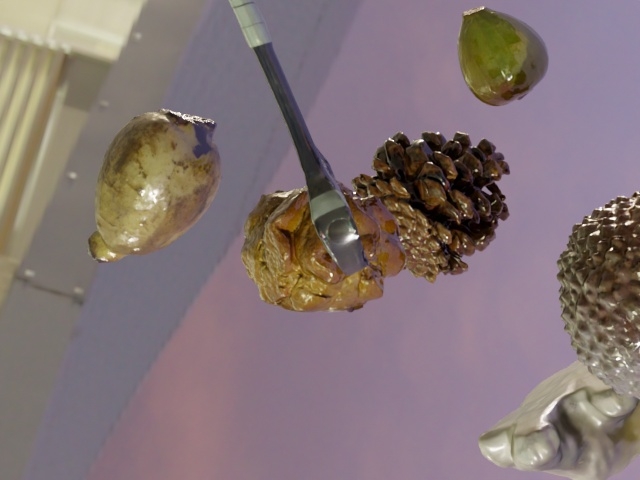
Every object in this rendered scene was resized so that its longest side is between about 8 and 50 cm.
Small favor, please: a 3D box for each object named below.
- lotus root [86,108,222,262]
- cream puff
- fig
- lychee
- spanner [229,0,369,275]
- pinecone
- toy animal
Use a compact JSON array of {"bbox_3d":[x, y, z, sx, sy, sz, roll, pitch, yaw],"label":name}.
[{"bbox_3d":[-0.190,-0.055,1.409,0.214,0.138,0.138,-56,-163,22],"label":"lotus root"},{"bbox_3d":[0.000,0.000,0.881,0.122,0.116,0.094,-48,135,-66],"label":"cream puff"},{"bbox_3d":[0.149,-0.157,1.044,0.074,0.088,0.074,-34,-167,9],"label":"fig"},{"bbox_3d":[0.255,0.042,0.904,0.197,0.165,0.165,-128,-126,-62],"label":"lychee"},{"bbox_3d":[-0.040,-0.126,0.769,0.087,0.024,0.316,-55,121,-82],"label":"spanner"},{"bbox_3d":[0.120,-0.043,1.287,0.173,0.173,0.174,-164,-90,-79],"label":"pinecone"},{"bbox_3d":[0.314,0.173,1.136,0.266,0.188,0.308,-16,-168,43],"label":"toy animal"}]
